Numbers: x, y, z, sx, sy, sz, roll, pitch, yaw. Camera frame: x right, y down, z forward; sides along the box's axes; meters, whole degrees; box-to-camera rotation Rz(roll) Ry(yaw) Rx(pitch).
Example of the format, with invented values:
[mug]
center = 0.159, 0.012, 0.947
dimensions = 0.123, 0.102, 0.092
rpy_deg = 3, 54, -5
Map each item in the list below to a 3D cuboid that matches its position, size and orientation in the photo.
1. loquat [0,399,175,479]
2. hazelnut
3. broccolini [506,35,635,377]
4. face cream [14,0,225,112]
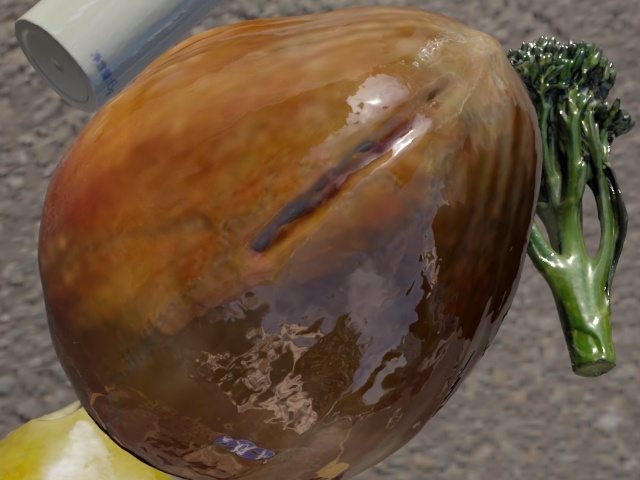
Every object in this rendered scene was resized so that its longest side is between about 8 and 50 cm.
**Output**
[loquat]
center = -0.120, 0.163, 0.817
dimensions = 0.152, 0.152, 0.195
rpy_deg = 4, 93, -34
[hazelnut]
center = 0.000, 0.000, 0.544
dimensions = 0.150, 0.150, 0.150
rpy_deg = 6, 79, -34
[broccolini]
center = 0.134, -0.018, 1.044
dimensions = 0.091, 0.068, 0.203
rpy_deg = -2, 73, 1
[face cream]
center = -0.081, -0.188, 1.195
dimensions = 0.250, 0.077, 0.077
rpy_deg = -43, 107, -21
